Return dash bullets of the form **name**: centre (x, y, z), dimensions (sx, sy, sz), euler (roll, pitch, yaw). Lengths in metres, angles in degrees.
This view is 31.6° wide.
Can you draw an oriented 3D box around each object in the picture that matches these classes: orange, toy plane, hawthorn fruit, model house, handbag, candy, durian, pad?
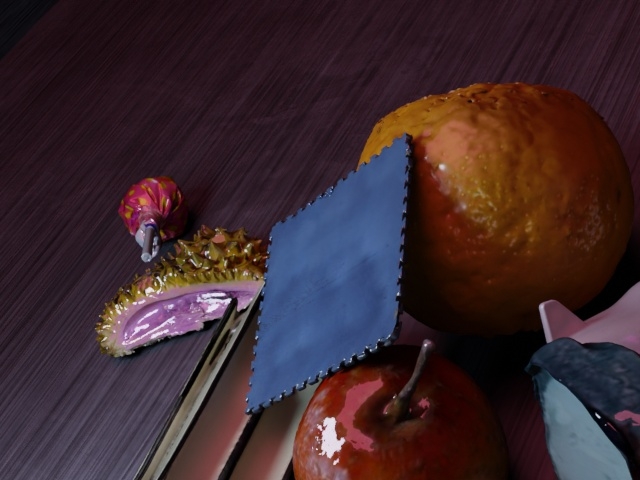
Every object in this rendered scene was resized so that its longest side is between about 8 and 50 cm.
- **orange**: centre (0.207, -0.031, 1.356), dimensions (0.340, 0.340, 0.293), euler (-11, 81, 31)
- **toy plane**: centre (0.340, 0.098, 1.193), dimensions (0.252, 0.118, 0.252), euler (-12, 0, 0)
- **hawthorn fruit**: centre (0.069, 0.221, 1.203), dimensions (0.235, 0.263, 0.231), euler (-53, 32, -2)
- **model house**: centre (0.366, 0.154, 1.040), dimensions (0.291, 0.253, 0.184), euler (-30, 31, -7)
- **handbag**: centre (-0.115, 0.242, 1.373), dimensions (0.358, 0.160, 0.237), euler (-62, 3, -38)
- **candy**: centre (-0.281, -0.022, 1.889), dimensions (0.124, 0.124, 0.365), euler (-32, 17, 2)
- **durian**: centre (-0.222, 0.059, 1.799), dimensions (0.341, 0.112, 0.191), euler (-23, 35, 20)
- **pad**: centre (0.008, 0.039, 1.247), dimensions (0.269, 0.012, 0.269), euler (-32, 40, 45)
